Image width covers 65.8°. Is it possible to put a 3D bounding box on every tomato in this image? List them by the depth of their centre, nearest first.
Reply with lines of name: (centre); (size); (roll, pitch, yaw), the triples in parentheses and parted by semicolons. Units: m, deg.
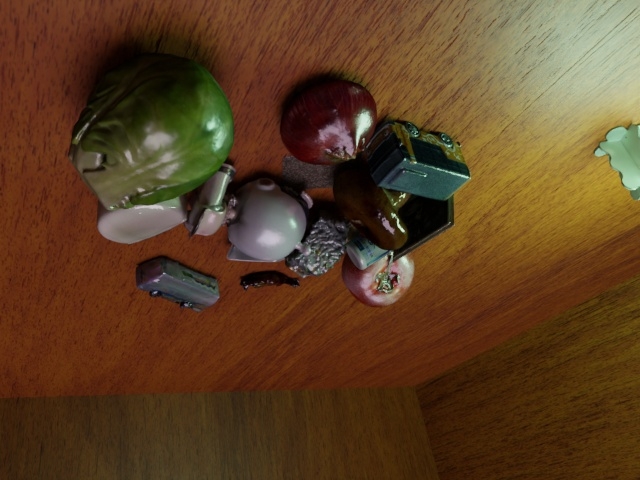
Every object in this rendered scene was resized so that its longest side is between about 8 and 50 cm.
tomato: (0.208, 0.103, 1.820); (0.270, 0.227, 0.270); (-5, 109, -14)

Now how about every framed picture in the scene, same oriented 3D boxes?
framed picture: (0.314, -0.086, 1.525); (0.019, 0.296, 0.232); (39, 127, -19)

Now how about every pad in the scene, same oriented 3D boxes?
pad: (0.001, -0.203, 1.472); (0.235, 0.003, 0.158); (-6, 149, -10)

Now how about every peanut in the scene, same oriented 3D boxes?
peanut: (0.116, -0.050, 1.688); (0.082, 0.082, 0.187); (4, 145, -25)

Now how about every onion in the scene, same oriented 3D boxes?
onion: (0.025, -0.281, 1.217); (0.248, 0.161, 0.248); (-6, 128, -7)

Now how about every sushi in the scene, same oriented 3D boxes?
sushi: (0.000, 0.000, 1.601); (0.139, 0.184, 0.274); (34, 96, -16)

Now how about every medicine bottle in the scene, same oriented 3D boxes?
medicine bottle: (0.188, 0.008, 1.653); (0.191, 0.107, 0.107); (-31, 151, -10)

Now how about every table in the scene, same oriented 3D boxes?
table: (0.983, -0.244, 1.544); (0.166, 0.198, 0.166); (-9, 149, -5)

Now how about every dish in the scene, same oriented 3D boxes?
dish: (-0.198, 0.010, 1.701); (0.234, 0.064, 0.154); (5, 146, -25)

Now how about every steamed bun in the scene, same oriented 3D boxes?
steamed bun: (-0.494, -0.099, 1.335); (0.241, 0.146, 0.164); (-20, 151, 17)

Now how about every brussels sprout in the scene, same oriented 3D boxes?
brussels sprout: (-0.354, -0.217, 1.036); (0.354, 0.289, 0.281); (-39, 148, -4)

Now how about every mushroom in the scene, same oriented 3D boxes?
mushroom: (0.160, -0.117, 1.448); (0.267, 0.254, 0.267); (20, -177, -1)

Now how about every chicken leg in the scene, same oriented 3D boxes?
chicken leg: (-0.194, 0.165, 1.977); (0.253, 0.051, 0.106); (2, 153, -24)

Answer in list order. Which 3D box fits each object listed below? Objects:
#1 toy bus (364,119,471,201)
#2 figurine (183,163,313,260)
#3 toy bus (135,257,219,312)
toy bus: (0.269, -0.217, 1.379); (0.275, 0.167, 0.138); (10, 144, -31)
figurine: (-0.210, -0.056, 1.441); (0.361, 0.211, 0.253); (12, 142, -32)
toy bus: (-0.514, 0.162, 1.810); (0.138, 0.112, 0.317); (-29, 147, 19)
